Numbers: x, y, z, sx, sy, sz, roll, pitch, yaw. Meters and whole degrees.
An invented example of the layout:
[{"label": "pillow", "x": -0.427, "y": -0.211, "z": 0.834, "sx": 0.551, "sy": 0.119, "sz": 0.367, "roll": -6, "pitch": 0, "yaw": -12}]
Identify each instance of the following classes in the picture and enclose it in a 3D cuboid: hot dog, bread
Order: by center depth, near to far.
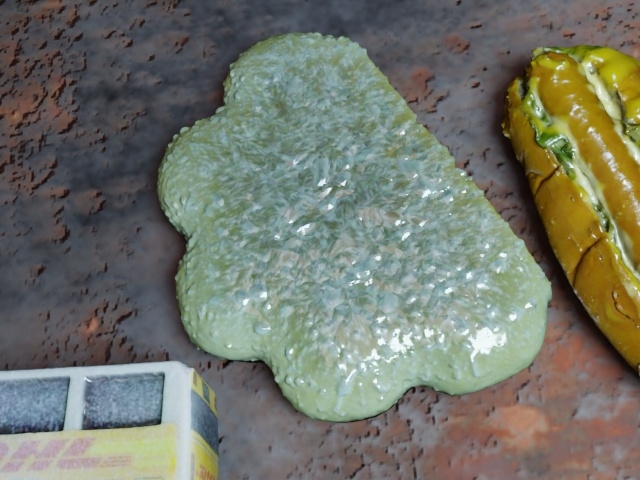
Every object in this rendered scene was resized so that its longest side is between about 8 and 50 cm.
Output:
[{"label": "hot dog", "x": 0.196, "y": -0.007, "z": 0.650, "sx": 0.115, "sy": 0.072, "sz": 0.269, "roll": -32, "pitch": 71, "yaw": 6}, {"label": "bread", "x": 0.000, "y": 0.000, "z": 0.685, "sx": 0.207, "sy": 0.056, "sz": 0.286, "roll": -38, "pitch": 69, "yaw": -7}]

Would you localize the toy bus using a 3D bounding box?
[{"label": "toy bus", "x": -0.234, "y": 0.143, "z": 0.648, "sx": 0.342, "sy": 0.097, "sz": 0.138, "roll": -2, "pitch": 69, "yaw": 7}]
